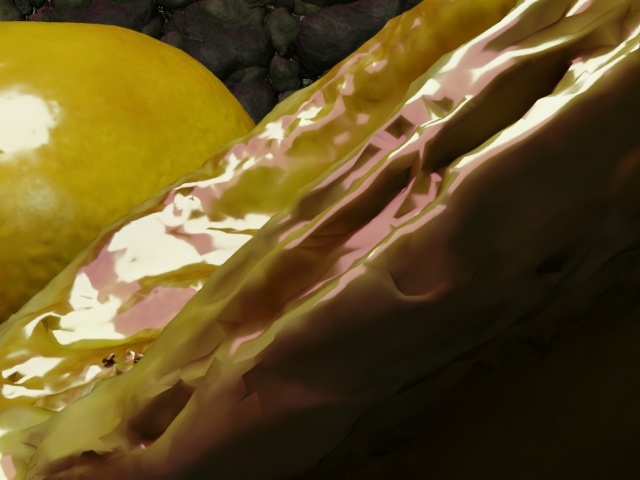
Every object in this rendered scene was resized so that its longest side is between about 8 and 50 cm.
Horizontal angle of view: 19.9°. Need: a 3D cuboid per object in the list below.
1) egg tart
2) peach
[{"bbox_3d":[0.035,0.019,0.546,0.388,0.169,0.388,-33,6,4],"label":"egg tart"},{"bbox_3d":[-0.147,0.019,1.008,0.308,0.289,0.289,15,-28,-39],"label":"peach"}]
